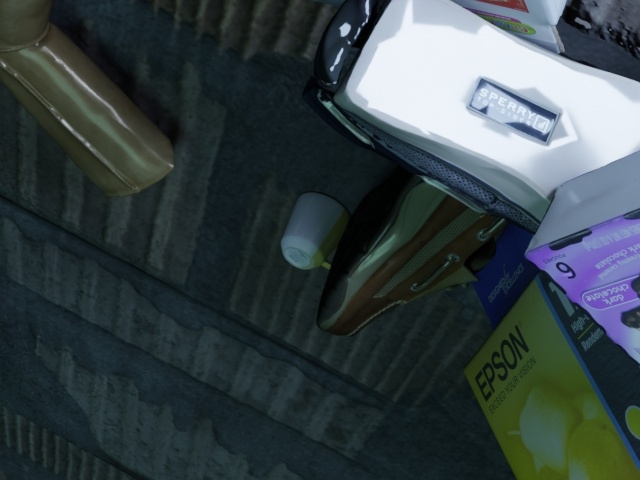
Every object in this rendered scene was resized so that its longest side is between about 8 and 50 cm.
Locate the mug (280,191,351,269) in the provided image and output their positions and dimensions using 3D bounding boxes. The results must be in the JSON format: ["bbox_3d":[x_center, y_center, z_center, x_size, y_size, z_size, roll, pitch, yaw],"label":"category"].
[{"bbox_3d":[-0.002,-0.003,1.215,0.078,0.064,0.062,19,145,16],"label":"mug"}]

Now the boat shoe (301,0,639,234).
[{"bbox_3d":[0.143,-0.073,0.867,0.341,0.127,0.158,30,177,-13],"label":"boat shoe"}]

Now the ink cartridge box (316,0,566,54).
[{"bbox_3d":[0.017,-0.250,0.772,0.310,0.130,0.272,18,173,19],"label":"ink cartridge box"}]

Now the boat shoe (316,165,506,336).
[{"bbox_3d":[0.097,0.000,1.075,0.120,0.122,0.324,25,141,-9],"label":"boat shoe"}]

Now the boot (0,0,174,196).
[{"bbox_3d":[-0.233,-0.164,1.171,0.269,0.089,0.236,48,154,-25],"label":"boot"}]

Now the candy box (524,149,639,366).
[{"bbox_3d":[0.253,0.029,0.727,0.196,0.070,0.165,43,147,-14],"label":"candy box"}]

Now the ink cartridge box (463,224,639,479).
[{"bbox_3d":[0.218,0.097,1.008,0.307,0.072,0.303,62,155,23],"label":"ink cartridge box"}]
